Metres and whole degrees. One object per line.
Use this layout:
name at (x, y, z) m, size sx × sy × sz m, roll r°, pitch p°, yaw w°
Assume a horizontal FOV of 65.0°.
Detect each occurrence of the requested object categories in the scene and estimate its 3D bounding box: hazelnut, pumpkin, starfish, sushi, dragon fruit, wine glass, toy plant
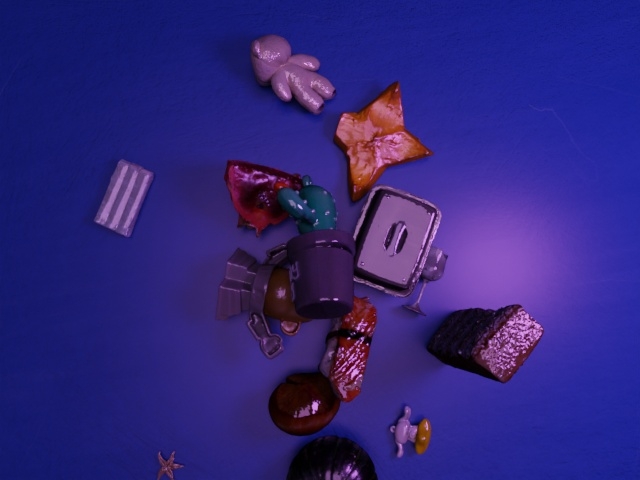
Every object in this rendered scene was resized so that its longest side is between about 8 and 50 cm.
hazelnut at (-0.036, 0.454, 1.382) m, size 0.204 × 0.178 × 0.178 m, roll -24°, pitch 84°, yaw -34°
pumpkin at (0.028, 0.653, 1.335) m, size 0.249 × 0.216 × 0.250 m, roll 1°, pitch 93°, yaw 14°
pumpkin at (0.161, -0.292, 1.494) m, size 0.290 × 0.095 × 0.258 m, roll -29°, pitch 89°, yaw 0°
starfish at (-0.439, 0.644, 1.427) m, size 0.086 × 0.016 × 0.092 m, roll -34°, pitch 91°, yaw -5°
sushi at (0.075, 0.276, 1.377) m, size 0.124 × 0.130 × 0.332 m, roll 24°, pitch 62°, yaw -12°
dragon fruit at (-0.186, -0.121, 1.452) m, size 0.262 × 0.134 × 0.212 m, roll 14°, pitch 98°, yaw -35°
wine glass at (0.307, 0.115, 1.459) m, size 0.079 × 0.079 × 0.196 m, roll 23°, pitch 86°, yaw 2°
toy plant at (-0.010, -0.004, 1.332) m, size 0.279 × 0.185 × 0.401 m, roll 18°, pitch 55°, yaw -37°

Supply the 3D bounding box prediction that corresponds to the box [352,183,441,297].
box at (0.202, 0.001, 1.426) m, size 0.220 × 0.166 × 0.291 m, roll 21°, pitch 85°, yaw 1°

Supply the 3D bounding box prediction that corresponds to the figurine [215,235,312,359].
figurine at (-0.132, 0.147, 1.408) m, size 0.284 × 0.167 × 0.343 m, roll 11°, pitch 89°, yaw 3°

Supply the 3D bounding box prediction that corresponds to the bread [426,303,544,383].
bread at (0.395, 0.252, 1.280) m, size 0.113 × 0.416 × 0.165 m, roll 43°, pitch 81°, yaw 4°

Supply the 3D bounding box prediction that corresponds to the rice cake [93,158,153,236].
rice cake at (-0.584, -0.129, 1.498) m, size 0.124 × 0.038 × 0.211 m, roll 24°, pitch 84°, yaw 2°

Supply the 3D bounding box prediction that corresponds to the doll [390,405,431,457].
doll at (0.252, 0.554, 1.421) m, size 0.113 × 0.071 × 0.135 m, roll 34°, pitch 89°, yaw 11°

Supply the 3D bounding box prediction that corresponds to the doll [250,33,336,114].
doll at (-0.091, -0.490, 1.514) m, size 0.278 × 0.175 × 0.149 m, roll 39°, pitch 123°, yaw -5°
